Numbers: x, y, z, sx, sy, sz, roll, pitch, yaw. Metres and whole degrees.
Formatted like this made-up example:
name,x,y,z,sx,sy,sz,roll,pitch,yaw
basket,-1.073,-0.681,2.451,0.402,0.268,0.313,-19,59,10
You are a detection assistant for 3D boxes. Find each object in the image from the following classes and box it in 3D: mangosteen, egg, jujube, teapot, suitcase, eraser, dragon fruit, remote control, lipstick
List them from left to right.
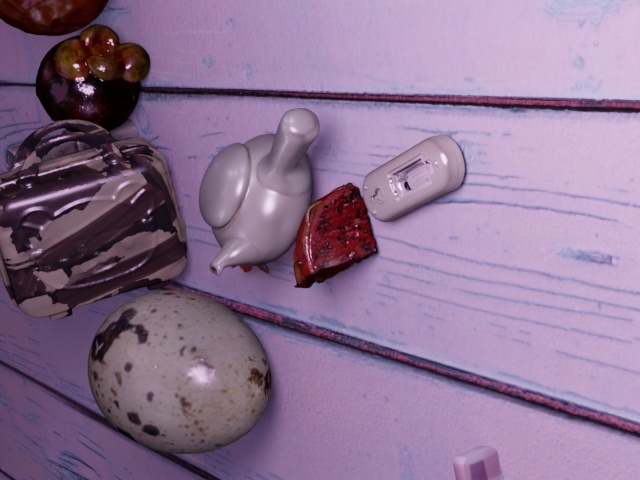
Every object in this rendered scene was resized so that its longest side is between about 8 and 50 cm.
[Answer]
name,x,y,z,sx,sy,sz,roll,pitch,yaw
jujube,-0.472,-0.534,2.211,0.276,0.276,0.377,51,139,31
lipstick,-0.475,-0.172,2.401,0.079,0.253,0.077,32,130,44
suitcase,-0.437,-0.057,2.298,0.194,0.351,0.339,-132,28,-60
mangosteen,-0.429,-0.297,2.327,0.210,0.210,0.210,30,128,48
egg,-0.246,0.235,2.209,0.379,0.287,0.287,19,120,39
teapot,-0.080,-0.103,1.906,0.318,0.149,0.220,-58,32,29
dragon fruit,-0.002,0.000,1.883,0.161,0.120,0.127,-39,65,61
remote control,0.123,-0.082,1.721,0.221,0.042,0.078,-28,82,57
eraser,0.224,0.344,1.741,0.026,0.065,0.105,-5,101,56

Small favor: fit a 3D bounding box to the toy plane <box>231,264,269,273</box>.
name,x,y,z,sx,sy,sz,roll,pitch,yaw
toy plane,-0.129,-0.035,2.116,0.130,0.061,0.189,2,102,57
